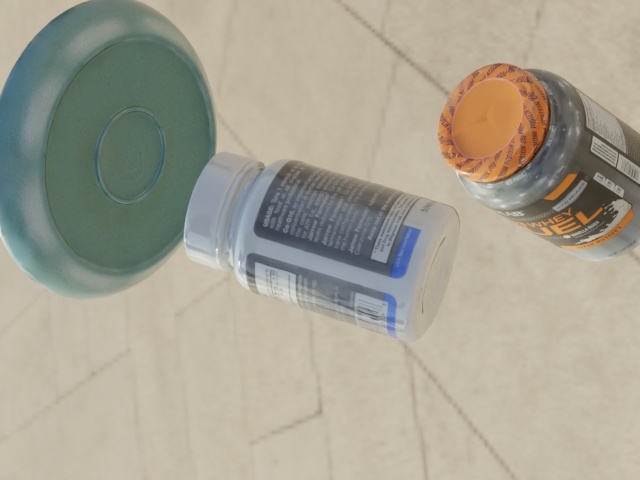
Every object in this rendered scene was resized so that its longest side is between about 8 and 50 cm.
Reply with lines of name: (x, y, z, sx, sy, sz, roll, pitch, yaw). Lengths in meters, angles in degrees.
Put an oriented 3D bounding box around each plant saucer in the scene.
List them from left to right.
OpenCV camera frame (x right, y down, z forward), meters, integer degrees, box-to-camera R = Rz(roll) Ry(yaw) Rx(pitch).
plant saucer: (-0.207, -0.090, 1.492, 0.044, 0.318, 0.317, 12, 103, 36)

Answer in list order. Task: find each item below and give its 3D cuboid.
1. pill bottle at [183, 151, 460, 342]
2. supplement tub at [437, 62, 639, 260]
pill bottle: (0.000, 0.000, 0.789, 0.137, 0.078, 0.078, 18, 114, 16)
supplement tub: (0.184, -0.063, 1.148, 0.117, 0.190, 0.117, -19, 60, 37)
